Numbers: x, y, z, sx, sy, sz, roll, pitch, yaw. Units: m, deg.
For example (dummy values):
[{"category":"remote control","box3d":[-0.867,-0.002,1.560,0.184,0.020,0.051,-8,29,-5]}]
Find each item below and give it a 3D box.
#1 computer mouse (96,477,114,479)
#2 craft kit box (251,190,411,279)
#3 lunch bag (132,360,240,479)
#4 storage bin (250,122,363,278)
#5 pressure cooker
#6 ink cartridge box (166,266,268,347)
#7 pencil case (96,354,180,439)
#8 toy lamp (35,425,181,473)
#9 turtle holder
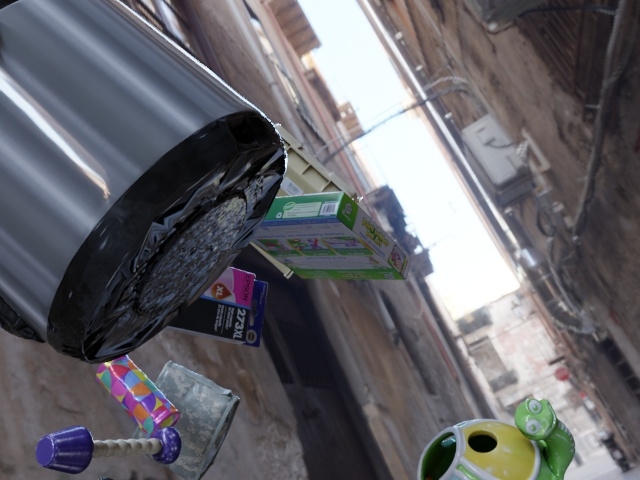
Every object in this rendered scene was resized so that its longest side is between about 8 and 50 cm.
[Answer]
[{"category":"computer mouse","box3d":[-0.299,0.453,0.948,0.071,0.242,0.041,-12,14,-38]},{"category":"craft kit box","box3d":[0.000,0.000,1.222,0.250,0.060,0.247,-1,-30,36]},{"category":"lunch bag","box3d":[-0.381,0.508,1.932,0.287,0.235,0.169,-65,-9,16]},{"category":"storage bin","box3d":[-0.081,-0.096,1.561,0.260,0.262,0.123,-50,-4,24]},{"category":"pressure cooker","box3d":[-0.299,-0.108,0.813,0.375,0.420,0.369,-40,-13,-50]},{"category":"ink cartridge box","box3d":[-0.265,0.144,1.610,0.069,0.175,0.371,-9,-22,44]},{"category":"pencil case","box3d":[-0.455,0.385,1.660,0.104,0.236,0.104,-41,-22,-20]},{"category":"toy lamp","box3d":[-0.359,0.356,1.153,0.080,0.080,0.275,-34,-26,21]},{"category":"turtle holder","box3d":[0.330,0.451,1.257,0.227,0.243,0.320,31,-35,-11]}]
